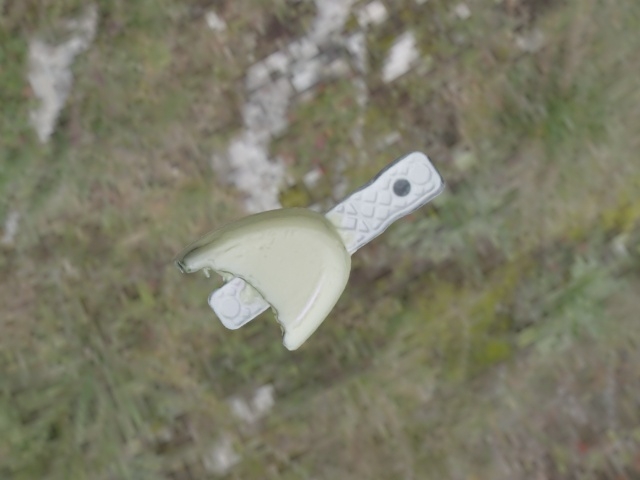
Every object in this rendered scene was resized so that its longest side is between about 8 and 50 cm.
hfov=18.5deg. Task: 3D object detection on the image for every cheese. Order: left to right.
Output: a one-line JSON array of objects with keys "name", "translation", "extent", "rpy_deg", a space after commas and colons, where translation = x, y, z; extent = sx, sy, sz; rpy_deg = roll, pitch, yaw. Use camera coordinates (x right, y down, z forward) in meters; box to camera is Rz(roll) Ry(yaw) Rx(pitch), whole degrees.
[{"name": "cheese", "translation": [0.000, 0.000, 1.683], "extent": [0.235, 0.127, 0.050], "rpy_deg": [-36, 176, 5]}]
